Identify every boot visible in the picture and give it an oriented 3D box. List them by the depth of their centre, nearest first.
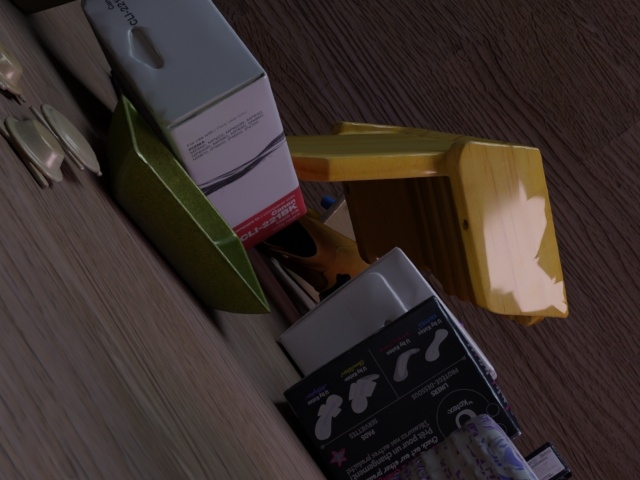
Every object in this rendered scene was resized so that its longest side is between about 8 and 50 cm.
[{"bbox_3d":[0.014,0.036,1.779,0.295,0.104,0.211,31,-1,9],"label":"boot"}]

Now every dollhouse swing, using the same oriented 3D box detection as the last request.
[{"bbox_3d":[0.078,-0.013,1.557,0.347,0.305,0.315,21,-53,62],"label":"dollhouse swing"}]

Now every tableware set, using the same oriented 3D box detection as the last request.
[{"bbox_3d":[-0.212,-0.098,0.841,0.141,0.020,0.169,51,4,-1],"label":"tableware set"}]

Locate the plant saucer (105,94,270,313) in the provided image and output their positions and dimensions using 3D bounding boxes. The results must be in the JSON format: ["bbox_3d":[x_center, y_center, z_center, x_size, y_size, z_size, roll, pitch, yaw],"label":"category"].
[{"bbox_3d":[-0.129,-0.024,1.065,0.188,0.045,0.188,53,3,-23],"label":"plant saucer"}]

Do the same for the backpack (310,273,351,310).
[{"bbox_3d":[0.038,0.120,1.723,0.105,0.084,0.114,53,-3,22],"label":"backpack"}]

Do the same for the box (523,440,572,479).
[{"bbox_3d":[0.262,0.350,1.662,0.051,0.175,0.220,56,4,17],"label":"box"}]

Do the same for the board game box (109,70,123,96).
[{"bbox_3d":[-0.192,-0.144,1.535,0.170,0.048,0.141,52,1,-29],"label":"board game box"}]

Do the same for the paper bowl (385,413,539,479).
[{"bbox_3d":[0.123,0.256,0.703,0.284,0.148,0.284,53,2,-3],"label":"paper bowl"}]

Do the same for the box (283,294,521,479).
[{"bbox_3d":[0.083,0.159,1.123,0.142,0.163,0.247,57,3,11],"label":"box"}]

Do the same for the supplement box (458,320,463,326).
[{"bbox_3d":[0.139,0.184,1.647,0.220,0.111,0.114,-53,145,-79],"label":"supplement box"}]

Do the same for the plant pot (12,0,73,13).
[{"bbox_3d":[-0.230,-0.363,1.232,0.256,0.274,0.256,53,2,-2],"label":"plant pot"}]

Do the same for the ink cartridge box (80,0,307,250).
[{"bbox_3d":[-0.127,-0.134,1.267,0.197,0.114,0.273,54,-9,27],"label":"ink cartridge box"}]

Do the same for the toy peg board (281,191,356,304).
[{"bbox_3d":[0.000,0.000,2.004,0.079,0.161,0.161,36,-8,33],"label":"toy peg board"}]

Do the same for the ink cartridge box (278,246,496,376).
[{"bbox_3d":[0.084,0.135,1.374,0.171,0.168,0.233,52,2,13],"label":"ink cartridge box"}]
